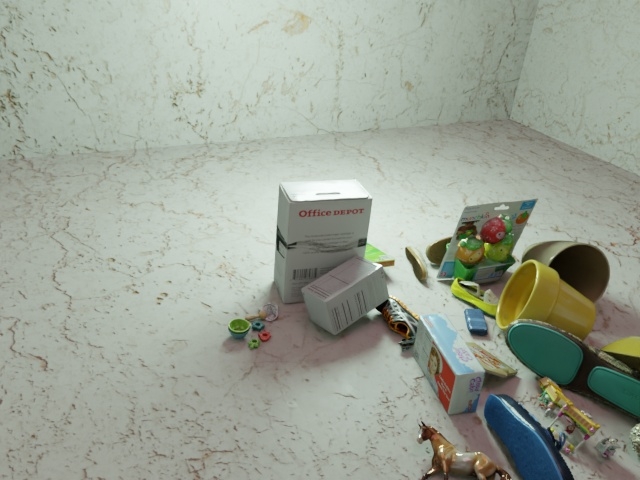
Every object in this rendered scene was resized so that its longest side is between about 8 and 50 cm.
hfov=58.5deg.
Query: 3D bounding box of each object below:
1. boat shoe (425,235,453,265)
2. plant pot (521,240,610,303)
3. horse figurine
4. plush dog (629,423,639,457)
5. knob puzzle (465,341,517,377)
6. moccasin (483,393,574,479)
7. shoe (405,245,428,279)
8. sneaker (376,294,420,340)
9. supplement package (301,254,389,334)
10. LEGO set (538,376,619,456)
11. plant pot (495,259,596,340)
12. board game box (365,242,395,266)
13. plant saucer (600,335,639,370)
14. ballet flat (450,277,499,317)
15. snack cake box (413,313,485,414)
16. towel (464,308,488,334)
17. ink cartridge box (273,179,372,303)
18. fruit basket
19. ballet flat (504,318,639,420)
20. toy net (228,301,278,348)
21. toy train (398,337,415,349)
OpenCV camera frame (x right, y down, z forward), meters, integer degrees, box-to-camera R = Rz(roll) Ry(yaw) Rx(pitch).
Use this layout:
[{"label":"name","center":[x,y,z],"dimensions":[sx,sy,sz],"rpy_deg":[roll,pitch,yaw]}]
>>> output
[{"label":"boat shoe","center":[0.568,0.031,2.323],"dimensions":[0.342,0.123,0.123],"rpy_deg":[-13,4,-18]},{"label":"plant pot","center":[0.872,0.102,2.125],"dimensions":[0.257,0.256,0.274],"rpy_deg":[0,14,-10]},{"label":"horse figurine","center":[0.346,0.554,1.370],"dimensions":[0.264,0.066,0.174],"rpy_deg":[12,36,16]},{"label":"plush dog","center":[0.957,0.534,1.416],"dimensions":[0.263,0.210,0.225],"rpy_deg":[-4,57,-13]},{"label":"knob puzzle","center":[0.476,0.364,1.722],"dimensions":[0.213,0.029,0.213],"rpy_deg":[22,12,-5]},{"label":"moccasin","center":[0.541,0.497,1.431],"dimensions":[0.117,0.137,0.342],"rpy_deg":[10,25,-17]},{"label":"shoe","center":[0.383,0.080,2.213],"dimensions":[0.059,0.076,0.219],"rpy_deg":[-4,28,-7]},{"label":"sneaker","center":[0.250,0.254,1.878],"dimensions":[0.083,0.084,0.215],"rpy_deg":[-29,42,-32]},{"label":"supplement package","center":[0.083,0.173,1.862],"dimensions":[0.244,0.133,0.139],"rpy_deg":[-30,31,-27]},{"label":"LEGO set","center":[0.655,0.482,1.556],"dimensions":[0.132,0.107,0.287],"rpy_deg":[30,10,-31]},{"label":"plant pot","center":[0.745,0.223,1.868],"dimensions":[0.239,0.253,0.254],"rpy_deg":[24,30,-2]},{"label":"board game box","center":[0.173,0.053,2.221],"dimensions":[0.124,0.039,0.259],"rpy_deg":[-5,20,-21]},{"label":"plant saucer","center":[1.000,0.355,1.557],"dimensions":[0.333,0.080,0.333],"rpy_deg":[27,-5,3]},{"label":"ballet flat","center":[0.569,0.199,2.030],"dimensions":[0.231,0.077,0.077],"rpy_deg":[28,35,34]},{"label":"snack cake box","center":[0.364,0.350,1.648],"dimensions":[0.089,0.152,0.264],"rpy_deg":[-3,31,-14]},{"label":"towel","center":[0.525,0.276,1.934],"dimensions":[0.067,0.029,0.119],"rpy_deg":[7,30,2]},{"label":"ink cartridge box","center":[0.000,0.000,1.963],"dimensions":[0.286,0.394,0.166],"rpy_deg":[-4,31,-18]},{"label":"fruit basket","center":[0.620,0.006,2.111],"dimensions":[0.327,0.352,0.165],"rpy_deg":[-6,47,-22]},{"label":"ballet flat","center":[0.789,0.377,1.705],"dimensions":[0.483,0.163,0.182],"rpy_deg":[26,13,23]},{"label":"toy net","center":[-0.190,0.256,1.831],"dimensions":[0.122,0.045,0.232],"rpy_deg":[19,31,23]},{"label":"toy train","center":[0.319,0.323,1.808],"dimensions":[0.159,0.036,0.027],"rpy_deg":[-3,43,-18]}]
